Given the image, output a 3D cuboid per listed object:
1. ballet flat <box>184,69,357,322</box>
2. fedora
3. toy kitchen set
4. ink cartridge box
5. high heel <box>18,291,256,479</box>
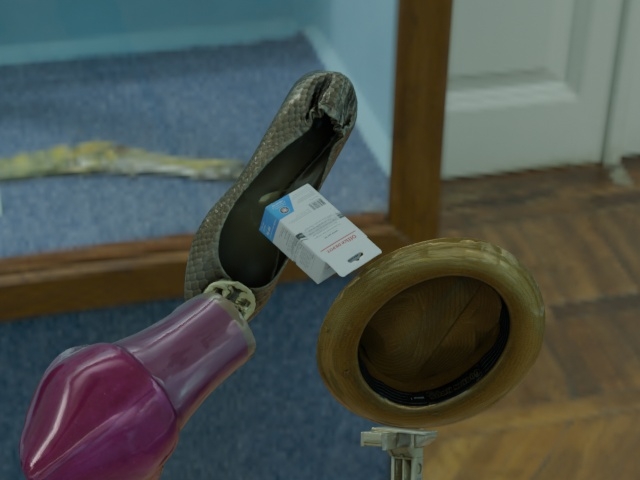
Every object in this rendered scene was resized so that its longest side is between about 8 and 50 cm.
[{"bbox_3d":[-0.039,-0.029,1.249,0.084,0.250,0.058,28,5,-26],"label":"ballet flat"},{"bbox_3d":[0.087,0.064,1.214,0.194,0.194,0.079,-2,33,-5],"label":"fedora"},{"bbox_3d":[0.094,0.245,1.635,0.068,0.075,0.083,0,-3,34],"label":"toy kitchen set"},{"bbox_3d":[0.000,0.000,1.128,0.048,0.028,0.083,-31,64,-36],"label":"ink cartridge box"},{"bbox_3d":[-0.191,0.153,1.057,0.181,0.377,0.127,-37,84,-35],"label":"high heel"}]
